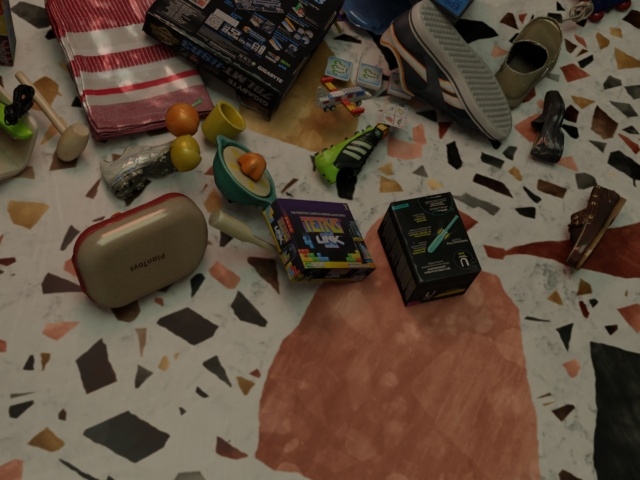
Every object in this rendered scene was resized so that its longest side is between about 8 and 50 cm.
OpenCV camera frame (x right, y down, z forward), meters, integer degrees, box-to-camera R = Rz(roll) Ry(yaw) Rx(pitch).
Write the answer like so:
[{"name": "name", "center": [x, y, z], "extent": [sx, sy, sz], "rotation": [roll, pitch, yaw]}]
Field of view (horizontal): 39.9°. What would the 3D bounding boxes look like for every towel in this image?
[{"name": "towel", "center": [-0.358, -0.356, 1.638], "extent": [0.237, 0.037, 0.329], "rotation": [-18, 79, -26]}]

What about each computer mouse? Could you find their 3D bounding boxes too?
[{"name": "computer mouse", "center": [-0.567, -0.262, 1.445], "extent": [0.193, 0.042, 0.106], "rotation": [26, 36, -8]}]

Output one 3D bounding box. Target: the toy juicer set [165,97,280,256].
[{"name": "toy juicer set", "center": [-0.153, -0.119, 1.506], "extent": [0.209, 0.089, 0.329], "rotation": [9, 48, -57]}]

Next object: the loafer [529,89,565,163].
[{"name": "loafer", "center": [0.454, -0.236, 1.771], "extent": [0.061, 0.062, 0.170], "rotation": [9, 58, -1]}]

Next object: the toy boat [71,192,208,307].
[{"name": "toy boat", "center": [-0.305, -0.001, 1.455], "extent": [0.231, 0.151, 0.151], "rotation": [-25, 39, -23]}]

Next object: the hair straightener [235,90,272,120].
[{"name": "hair straightener", "center": [-0.165, -0.320, 1.710], "extent": [0.089, 0.047, 0.230], "rotation": [-25, 73, -23]}]

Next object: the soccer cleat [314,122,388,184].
[{"name": "soccer cleat", "center": [0.065, -0.163, 1.658], "extent": [0.179, 0.060, 0.072], "rotation": [-31, 95, -30]}]

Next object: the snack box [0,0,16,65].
[{"name": "snack box", "center": [-0.643, -0.403, 1.559], "extent": [0.174, 0.207, 0.070], "rotation": [2, 60, -11]}]

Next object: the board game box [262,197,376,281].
[{"name": "board game box", "center": [0.000, 0.000, 1.508], "extent": [0.170, 0.048, 0.141], "rotation": [1, 58, -44]}]

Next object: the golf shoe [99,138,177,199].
[{"name": "golf shoe", "center": [-0.309, -0.150, 1.566], "extent": [0.176, 0.069, 0.086], "rotation": [-32, 65, -26]}]

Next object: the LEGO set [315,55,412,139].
[{"name": "LEGO set", "center": [0.089, -0.288, 1.694], "extent": [0.182, 0.060, 0.244], "rotation": [16, 41, -2]}]

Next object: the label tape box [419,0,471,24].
[{"name": "label tape box", "center": [0.206, -0.554, 1.798], "extent": [0.249, 0.347, 0.115], "rotation": [36, 99, 0]}]

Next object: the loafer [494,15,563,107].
[{"name": "loafer", "center": [0.442, -0.385, 1.834], "extent": [0.102, 0.092, 0.268], "rotation": [30, 59, 6]}]

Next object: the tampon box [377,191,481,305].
[{"name": "tampon box", "center": [0.188, 0.016, 1.547], "extent": [0.120, 0.101, 0.161], "rotation": [-10, 64, -16]}]

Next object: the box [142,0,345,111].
[{"name": "box", "center": [-0.140, -0.436, 1.695], "extent": [0.295, 0.073, 0.293], "rotation": [31, 59, -4]}]

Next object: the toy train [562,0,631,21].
[{"name": "toy train", "center": [0.590, -0.570, 1.971], "extent": [0.248, 0.105, 0.143], "rotation": [-24, 58, -23]}]

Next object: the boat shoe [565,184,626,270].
[{"name": "boat shoe", "center": [0.502, -0.026, 1.655], "extent": [0.073, 0.073, 0.207], "rotation": [34, 53, 11]}]

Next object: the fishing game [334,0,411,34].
[{"name": "fishing game", "center": [0.115, -0.507, 1.871], "extent": [0.264, 0.041, 0.189], "rotation": [-26, 76, -29]}]

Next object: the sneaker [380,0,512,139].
[{"name": "sneaker", "center": [0.247, -0.317, 1.730], "extent": [0.321, 0.127, 0.126], "rotation": [49, 46, -19]}]

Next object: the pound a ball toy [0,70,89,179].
[{"name": "pound a ball toy", "center": [-0.588, -0.215, 1.528], "extent": [0.319, 0.136, 0.208], "rotation": [42, 36, 13]}]
